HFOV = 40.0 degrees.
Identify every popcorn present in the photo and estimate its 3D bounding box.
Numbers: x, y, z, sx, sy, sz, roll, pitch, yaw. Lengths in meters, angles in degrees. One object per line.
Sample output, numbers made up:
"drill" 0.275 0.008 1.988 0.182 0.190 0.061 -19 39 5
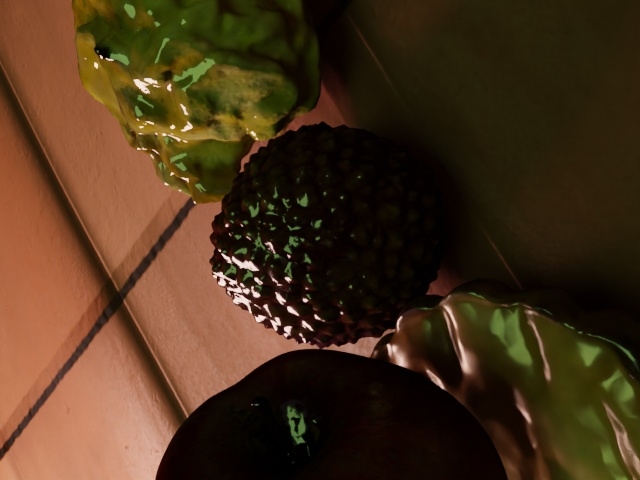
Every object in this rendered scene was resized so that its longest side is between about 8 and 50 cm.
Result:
"popcorn" -0.117 -0.160 0.736 0.233 0.192 0.266 7 108 45

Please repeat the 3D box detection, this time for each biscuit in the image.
"biscuit" 0.158 0.178 0.623 0.325 0.107 0.326 18 117 40

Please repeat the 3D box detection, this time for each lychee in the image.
"lychee" 0.000 0.000 0.679 0.188 0.188 0.188 15 112 42

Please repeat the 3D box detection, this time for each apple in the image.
"apple" 0.005 0.184 0.564 0.234 0.234 0.234 15 112 42
